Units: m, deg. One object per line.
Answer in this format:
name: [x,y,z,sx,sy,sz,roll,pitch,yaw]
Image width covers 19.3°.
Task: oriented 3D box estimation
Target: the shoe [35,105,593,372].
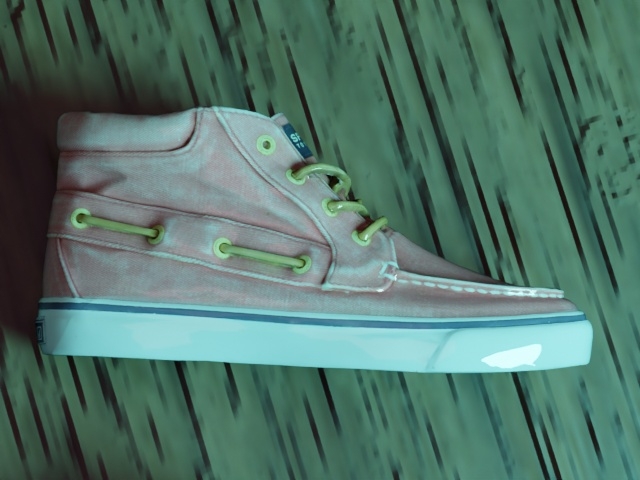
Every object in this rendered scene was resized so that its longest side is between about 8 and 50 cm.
shoe: [0.000,0.000,0.600,0.178,0.063,0.081,3,87,-2]
